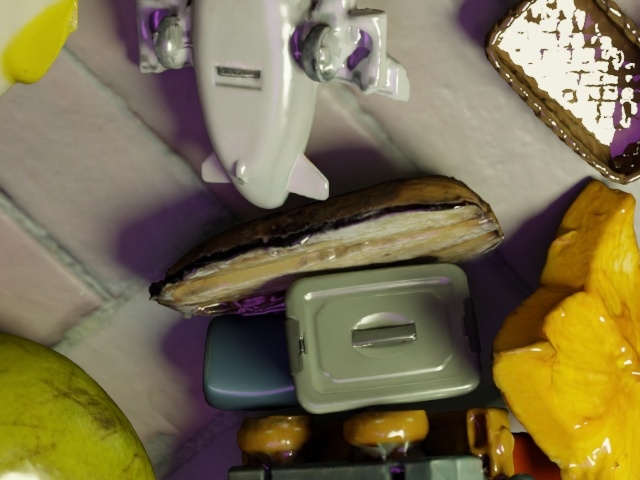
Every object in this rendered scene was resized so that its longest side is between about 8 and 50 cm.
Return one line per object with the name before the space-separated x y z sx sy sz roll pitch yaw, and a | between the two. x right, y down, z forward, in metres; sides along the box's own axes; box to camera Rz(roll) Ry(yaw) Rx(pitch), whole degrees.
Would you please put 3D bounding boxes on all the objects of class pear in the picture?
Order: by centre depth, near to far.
pear | -0.313 0.237 1.075 0.375 0.287 0.287 24 118 -23

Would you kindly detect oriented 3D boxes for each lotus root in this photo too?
lotus root | -0.001 0.000 1.018 0.329 0.078 0.167 -14 153 13

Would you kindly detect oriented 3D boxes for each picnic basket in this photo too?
picnic basket | 0.230 -0.141 0.946 0.110 0.055 0.193 -42 109 16

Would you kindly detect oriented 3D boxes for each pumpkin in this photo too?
pumpkin | 0.273 0.121 0.991 0.095 0.258 0.290 -16 118 50

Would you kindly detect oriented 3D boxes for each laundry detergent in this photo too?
laundry detergent | -0.010 0.122 1.087 0.206 0.097 0.061 1 146 0

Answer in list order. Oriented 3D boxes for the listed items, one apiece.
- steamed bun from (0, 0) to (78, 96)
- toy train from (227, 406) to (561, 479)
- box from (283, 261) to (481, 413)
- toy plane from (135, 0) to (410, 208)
steamed bun | -0.379 -0.206 0.821 0.374 0.334 0.334 -24 113 21
toy train | 0.075 0.245 1.045 0.369 0.163 0.231 -13 163 42
box | 0.053 0.093 1.012 0.172 0.093 0.124 -5 77 -4
toy plane | -0.048 -0.143 0.934 0.252 0.118 0.252 11 119 21
